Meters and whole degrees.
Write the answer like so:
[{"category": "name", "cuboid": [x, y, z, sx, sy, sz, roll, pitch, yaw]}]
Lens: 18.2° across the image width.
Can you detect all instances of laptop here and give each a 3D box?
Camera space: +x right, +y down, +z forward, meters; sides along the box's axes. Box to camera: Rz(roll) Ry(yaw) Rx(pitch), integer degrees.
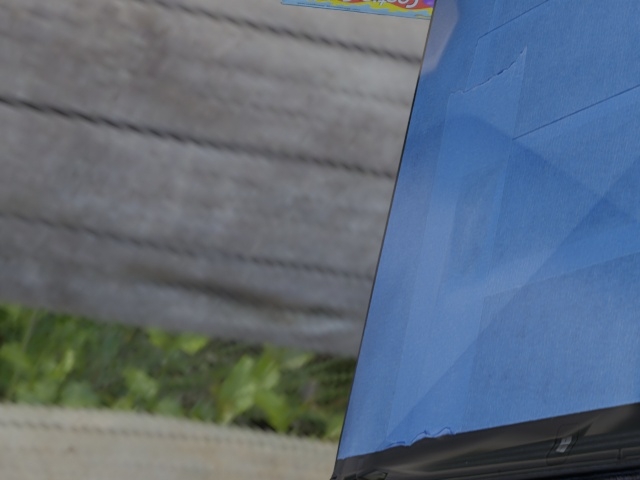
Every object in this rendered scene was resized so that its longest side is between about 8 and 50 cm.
[{"category": "laptop", "cuboid": [0.000, 0.000, 0.630, 0.408, 0.382, 0.236, -18, 88, -26]}]

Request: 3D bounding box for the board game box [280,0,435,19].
[{"category": "board game box", "cuboid": [0.061, -0.274, 1.360, 0.142, 0.275, 0.144, 5, 70, -7]}]
